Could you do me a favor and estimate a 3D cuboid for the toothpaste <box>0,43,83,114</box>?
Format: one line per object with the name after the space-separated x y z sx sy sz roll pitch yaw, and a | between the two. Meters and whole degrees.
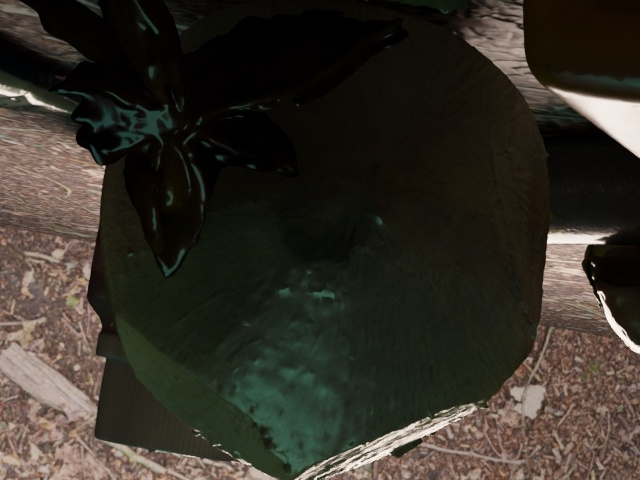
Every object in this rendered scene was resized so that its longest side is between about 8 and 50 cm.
-0.224 -0.111 1.124 0.069 0.047 0.268 -11 172 13 | toothpaste

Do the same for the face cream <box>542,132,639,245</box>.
0.194 -0.033 1.071 0.073 0.073 0.283 13 174 -33 | face cream

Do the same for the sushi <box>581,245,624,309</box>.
0.299 0.038 1.333 0.131 0.139 0.291 15 180 35 | sushi

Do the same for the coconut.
0.000 0.000 0.874 0.245 0.245 0.247 10 180 -5 | coconut

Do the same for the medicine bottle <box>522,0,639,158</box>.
0.164 -0.070 0.513 0.149 0.112 0.222 6 174 26 | medicine bottle

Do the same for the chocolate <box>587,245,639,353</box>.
0.297 0.030 1.034 0.261 0.083 0.161 -11 -171 15 | chocolate

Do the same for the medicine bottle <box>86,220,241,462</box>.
-0.075 0.014 1.096 0.147 0.247 0.147 9 174 1 | medicine bottle

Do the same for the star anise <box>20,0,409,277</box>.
-0.074 -0.082 0.738 0.140 0.158 0.144 18 -148 -38 | star anise

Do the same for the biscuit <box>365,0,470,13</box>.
-0.037 -0.128 0.651 0.199 0.040 0.121 9 178 6 | biscuit
